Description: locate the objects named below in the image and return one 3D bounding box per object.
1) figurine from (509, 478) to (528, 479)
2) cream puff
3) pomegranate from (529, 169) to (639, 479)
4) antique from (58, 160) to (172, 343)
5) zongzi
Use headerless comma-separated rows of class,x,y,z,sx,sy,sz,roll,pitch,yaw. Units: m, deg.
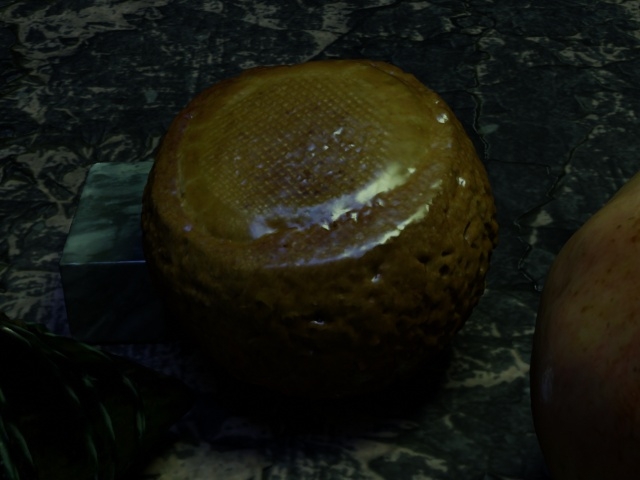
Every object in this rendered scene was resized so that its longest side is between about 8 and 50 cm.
figurine,0.106,0.206,1.001,0.129,0.054,0.072,-10,39,-4
cream puff,0.000,0.000,1.182,0.303,0.212,0.303,-5,44,4
pomegranate,0.299,0.066,0.950,0.338,0.338,0.338,-3,34,2
antique,-0.172,0.003,1.298,0.086,0.088,0.183,-1,35,3
zongzi,-0.259,0.213,0.945,0.319,0.362,0.383,-4,-4,3
